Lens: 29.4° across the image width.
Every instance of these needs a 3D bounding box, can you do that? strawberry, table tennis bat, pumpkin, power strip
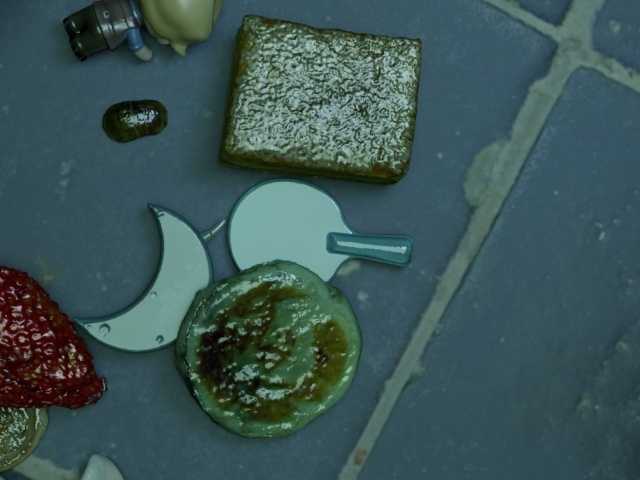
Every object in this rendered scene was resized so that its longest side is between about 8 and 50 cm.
[{"bbox_3d":[-0.369,0.137,1.462,0.228,0.098,0.174,47,68,-6],"label":"strawberry"},{"bbox_3d":[0.000,0.000,1.548,0.237,0.038,0.149,6,88,-1],"label":"table tennis bat"},{"bbox_3d":[-0.232,-0.153,1.529,0.083,0.028,0.050,-15,90,-9],"label":"pumpkin"},{"bbox_3d":[-0.198,0.049,1.523,0.137,0.044,0.216,35,87,-5],"label":"power strip"}]

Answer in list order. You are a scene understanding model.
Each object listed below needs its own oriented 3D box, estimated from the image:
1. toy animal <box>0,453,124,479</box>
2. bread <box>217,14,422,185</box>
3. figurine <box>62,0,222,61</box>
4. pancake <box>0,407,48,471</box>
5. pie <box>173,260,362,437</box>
[{"bbox_3d":[-0.305,0.445,1.443,0.196,0.241,0.368,-8,76,-13],"label":"toy animal"},{"bbox_3d":[0.000,-0.168,1.513,0.234,0.110,0.184,7,86,-7],"label":"bread"},{"bbox_3d":[-0.215,-0.278,1.504,0.196,0.108,0.114,-25,67,9],"label":"figurine"},{"bbox_3d":[-0.415,0.216,1.511,0.151,0.025,0.152,0,92,-6],"label":"pancake"},{"bbox_3d":[-0.064,0.138,1.518,0.240,0.054,0.241,-4,106,-13],"label":"pie"}]
